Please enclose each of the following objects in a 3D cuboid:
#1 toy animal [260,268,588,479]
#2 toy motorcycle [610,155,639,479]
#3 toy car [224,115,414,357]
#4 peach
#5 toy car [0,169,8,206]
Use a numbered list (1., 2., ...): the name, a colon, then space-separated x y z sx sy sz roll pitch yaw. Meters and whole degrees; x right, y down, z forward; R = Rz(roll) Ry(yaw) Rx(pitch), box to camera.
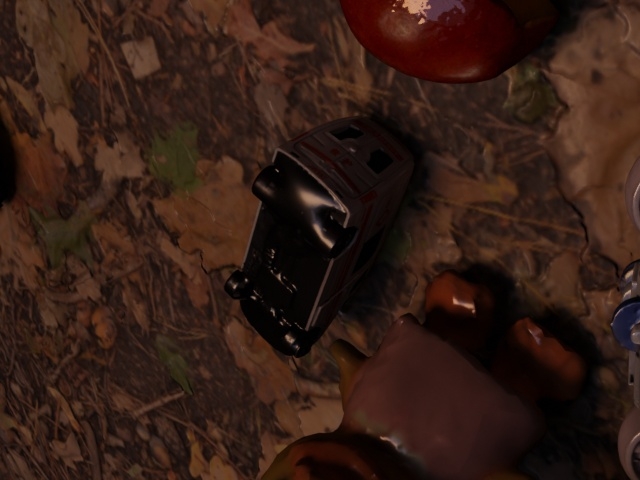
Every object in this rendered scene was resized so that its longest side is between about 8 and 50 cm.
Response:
1. toy animal: 0.052 0.168 0.948 0.195 0.281 0.169 33 153 28
2. toy motorcycle: 0.242 0.055 0.818 0.112 0.112 0.254 16 122 40
3. toy car: 0.000 0.000 1.023 0.089 0.108 0.209 40 140 19
4. peach: 0.077 -0.160 0.849 0.151 0.151 0.118 -20 53 50
5. toy car: -0.467 -0.111 1.377 0.255 0.188 0.190 23 121 39
